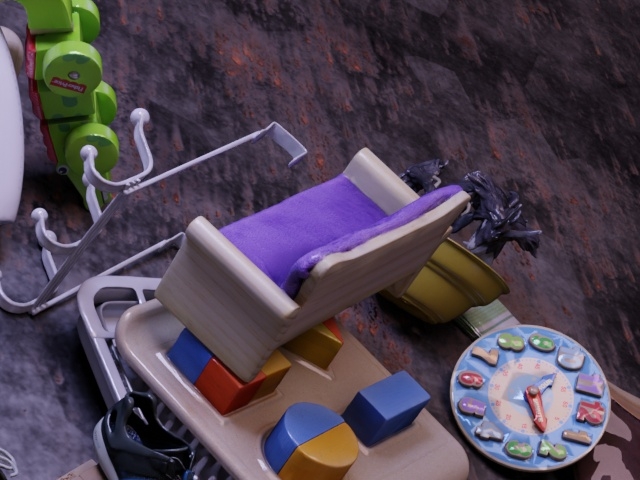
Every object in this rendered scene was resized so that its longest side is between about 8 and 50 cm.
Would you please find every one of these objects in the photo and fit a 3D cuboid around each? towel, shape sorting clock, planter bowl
[{"bbox_3d":[0.238,0.114,2.413,0.152,0.023,0.113,46,34,13],"label":"towel"},{"bbox_3d":[0.267,0.198,2.234,0.206,0.040,0.206,3,59,-6],"label":"shape sorting clock"},{"bbox_3d":[0.132,0.048,2.297,0.217,0.090,0.217,32,-8,5],"label":"planter bowl"}]

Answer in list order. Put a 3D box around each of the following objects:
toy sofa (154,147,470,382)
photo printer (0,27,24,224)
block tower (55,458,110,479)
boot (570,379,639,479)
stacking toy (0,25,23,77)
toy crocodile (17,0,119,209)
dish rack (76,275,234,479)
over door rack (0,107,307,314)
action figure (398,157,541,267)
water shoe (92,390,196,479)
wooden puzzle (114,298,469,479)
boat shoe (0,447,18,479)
[{"bbox_3d":[0.000,0.000,1.940,0.150,0.177,0.362,42,33,15],"label":"toy sofa"},{"bbox_3d":[-0.448,-0.129,1.889,0.307,0.107,0.256,0,83,-52],"label":"photo printer"},{"bbox_3d":[-0.144,0.355,1.692,0.335,0.091,0.097,44,34,12],"label":"block tower"},{"bbox_3d":[0.335,0.254,2.268,0.248,0.090,0.207,22,40,-13],"label":"boot"},{"bbox_3d":[-0.513,-0.292,2.126,0.330,0.141,0.141,43,33,17],"label":"stacking toy"},{"bbox_3d":[-0.296,-0.173,2.038,0.105,0.340,0.115,-8,47,-2],"label":"toy crocodile"},{"bbox_3d":[-0.121,0.189,1.939,0.285,0.072,0.333,5,44,-40],"label":"dish rack"},{"bbox_3d":[-0.206,-0.041,1.996,0.324,0.239,0.108,-13,63,-50],"label":"over door rack"},{"bbox_3d":[0.198,-0.026,2.403,0.164,0.141,0.275,43,-2,-22],"label":"action figure"},{"bbox_3d":[-0.149,0.235,1.677,0.073,0.080,0.203,-10,55,-49],"label":"water shoe"},{"bbox_3d":[-0.014,0.166,1.932,0.348,0.080,0.322,49,34,16],"label":"wooden puzzle"},{"bbox_3d":[-0.330,0.243,1.666,0.095,0.079,0.254,-15,59,-51],"label":"boat shoe"}]
